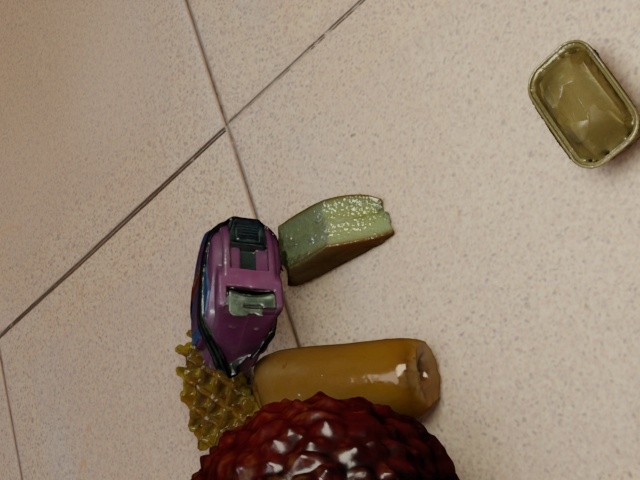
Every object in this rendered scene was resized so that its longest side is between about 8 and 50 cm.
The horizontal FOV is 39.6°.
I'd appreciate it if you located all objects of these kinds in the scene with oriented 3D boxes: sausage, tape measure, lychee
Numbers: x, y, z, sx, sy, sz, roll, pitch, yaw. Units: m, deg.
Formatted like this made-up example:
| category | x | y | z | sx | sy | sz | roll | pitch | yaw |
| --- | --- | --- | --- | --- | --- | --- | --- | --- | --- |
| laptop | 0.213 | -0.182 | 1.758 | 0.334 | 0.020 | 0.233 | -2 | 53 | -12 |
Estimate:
| category | x | y | z | sx | sy | sz | roll | pitch | yaw |
| --- | --- | --- | --- | --- | --- | --- | --- | --- | --- |
| sausage | 0.015 | 0.232 | 1.421 | 0.354 | 0.116 | 0.134 | -13 | 94 | 33 |
| tape measure | -0.136 | 0.096 | 1.479 | 0.231 | 0.149 | 0.245 | 110 | 160 | -49 |
| lychee | 0.030 | 0.419 | 1.207 | 0.500 | 0.425 | 0.424 | -5 | 82 | 26 |

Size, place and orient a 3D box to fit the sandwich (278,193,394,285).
| category | x | y | z | sx | sy | sz | roll | pitch | yaw |
| --- | --- | --- | --- | --- | --- | --- | --- | --- | --- |
| sandwich | 0.000 | 0.000 | 1.505 | 0.258 | 0.096 | 0.094 | -31 | 59 | 34 |

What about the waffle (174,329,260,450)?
| category | x | y | z | sx | sy | sz | roll | pitch | yaw |
| --- | --- | --- | --- | --- | --- | --- | --- | --- | --- |
| waffle | -0.168 | 0.277 | 1.647 | 0.260 | 0.069 | 0.293 | -39 | 63 | 35 |

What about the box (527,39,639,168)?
| category | x | y | z | sx | sy | sz | roll | pitch | yaw |
| --- | --- | --- | --- | --- | --- | --- | --- | --- | --- |
| box | 0.354 | -0.180 | 1.182 | 0.111 | 0.111 | 0.177 | -44 | 57 | 30 |
